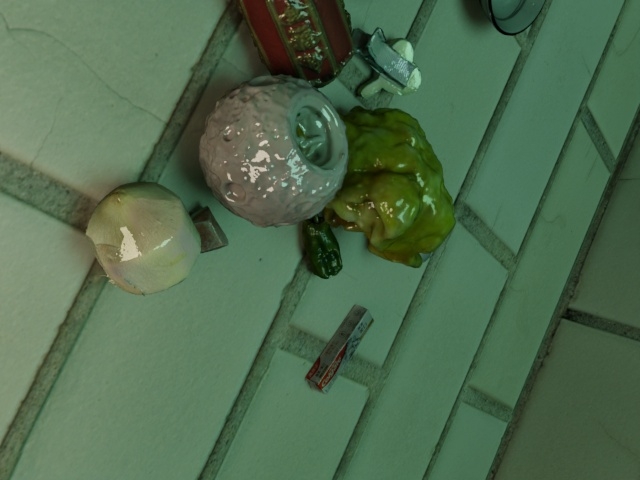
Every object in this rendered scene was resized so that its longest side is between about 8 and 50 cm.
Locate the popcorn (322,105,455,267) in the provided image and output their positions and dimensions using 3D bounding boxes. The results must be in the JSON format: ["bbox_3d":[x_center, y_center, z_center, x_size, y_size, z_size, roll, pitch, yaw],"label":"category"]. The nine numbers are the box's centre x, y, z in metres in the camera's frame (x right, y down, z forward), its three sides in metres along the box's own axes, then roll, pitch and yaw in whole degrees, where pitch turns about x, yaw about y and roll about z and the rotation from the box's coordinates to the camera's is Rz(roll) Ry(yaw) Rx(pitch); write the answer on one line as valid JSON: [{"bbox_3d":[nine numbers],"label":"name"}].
[{"bbox_3d":[0.143,-0.109,1.719,0.334,0.292,0.293,11,104,-51],"label":"popcorn"}]

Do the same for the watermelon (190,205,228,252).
[{"bbox_3d":[-0.206,-0.007,1.505,0.092,0.072,0.084,-52,123,-18],"label":"watermelon"}]

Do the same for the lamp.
[{"bbox_3d":[-0.042,-0.387,1.476,0.177,0.177,0.274,-52,142,-25],"label":"lamp"}]

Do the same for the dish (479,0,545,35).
[{"bbox_3d":[0.447,-0.653,2.056,0.316,0.106,0.316,-29,129,-42],"label":"dish"}]

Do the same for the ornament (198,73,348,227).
[{"bbox_3d":[-0.084,-0.150,1.463,0.259,0.225,0.259,22,61,-44],"label":"ornament"}]

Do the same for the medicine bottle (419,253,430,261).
[{"bbox_3d":[0.199,-0.066,1.958,0.135,0.135,0.215,-12,114,-50],"label":"medicine bottle"}]

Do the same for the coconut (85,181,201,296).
[{"bbox_3d":[-0.279,-0.008,1.331,0.171,0.171,0.183,-56,145,-20],"label":"coconut"}]

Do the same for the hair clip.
[{"bbox_3d":[0.136,-0.362,1.802,0.218,0.071,0.159,27,89,-48],"label":"hair clip"}]

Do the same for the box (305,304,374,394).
[{"bbox_3d":[0.046,0.249,1.978,0.218,0.040,0.055,-53,142,-24],"label":"box"}]

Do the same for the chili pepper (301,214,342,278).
[{"bbox_3d":[-0.003,0.000,1.783,0.072,0.073,0.204,-35,131,-21],"label":"chili pepper"}]
